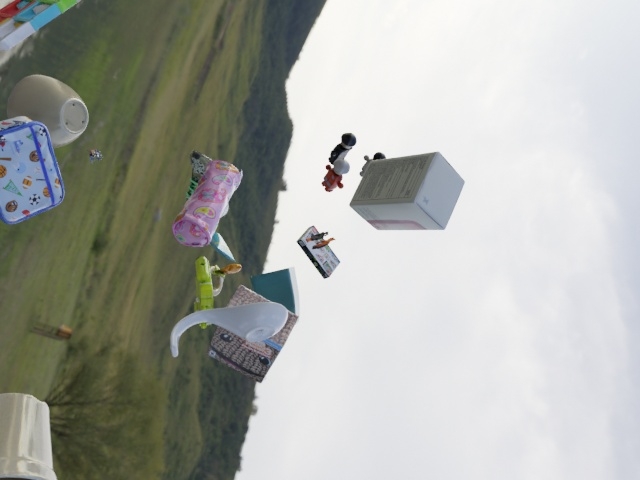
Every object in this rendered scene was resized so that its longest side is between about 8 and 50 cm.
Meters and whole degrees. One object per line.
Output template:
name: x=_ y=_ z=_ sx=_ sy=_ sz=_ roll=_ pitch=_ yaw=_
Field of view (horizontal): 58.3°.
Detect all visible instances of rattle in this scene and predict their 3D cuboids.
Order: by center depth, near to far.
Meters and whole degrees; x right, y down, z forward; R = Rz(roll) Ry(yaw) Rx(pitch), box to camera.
rattle: x=-0.419 y=0.191 z=2.364 sx=0.200 sy=0.142 sz=0.130 roll=-71 pitch=165 yaw=-53

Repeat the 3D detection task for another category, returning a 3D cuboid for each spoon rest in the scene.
spoon rest: x=-0.210 y=0.194 z=1.326 sx=0.137 sy=0.276 sz=0.084 roll=102 pitch=-27 yaw=-51

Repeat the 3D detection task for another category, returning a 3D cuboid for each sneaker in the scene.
sneaker: x=-0.473 y=-0.183 z=2.287 sx=0.182 sy=0.158 sz=0.410 roll=-51 pitch=160 yaw=-29

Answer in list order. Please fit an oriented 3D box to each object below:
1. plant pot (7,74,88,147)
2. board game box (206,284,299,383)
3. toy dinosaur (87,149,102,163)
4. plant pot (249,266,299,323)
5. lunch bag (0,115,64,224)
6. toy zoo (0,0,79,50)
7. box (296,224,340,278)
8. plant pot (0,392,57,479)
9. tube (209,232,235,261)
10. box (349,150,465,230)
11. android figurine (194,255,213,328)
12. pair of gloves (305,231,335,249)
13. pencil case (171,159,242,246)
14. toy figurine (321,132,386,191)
plant pot: x=-1.012 y=-0.482 z=2.205 sx=0.284 sy=0.191 sz=0.284 roll=12 pitch=90 yaw=-67
board game box: x=-0.241 y=0.332 z=2.001 sx=0.141 sy=0.232 sz=0.291 roll=-61 pitch=179 yaw=-43
toy dinosaur: x=-0.779 y=-0.303 z=1.983 sx=0.082 sy=0.047 sz=0.090 roll=56 pitch=-23 yaw=38
plant pot: x=-0.173 y=0.241 z=2.369 sx=0.165 sy=0.165 sz=0.234 roll=9 pitch=69 yaw=-84
lunch bag: x=-0.912 y=-0.220 z=1.735 sx=0.243 sy=0.115 sz=0.303 roll=-34 pitch=135 yaw=-43
toy zoo: x=-0.801 y=-0.581 z=1.515 sx=0.192 sy=0.030 sz=0.293 roll=22 pitch=-121 yaw=32
box: x=-0.006 y=0.049 z=2.440 sx=0.036 sy=0.207 sz=0.114 roll=-22 pitch=-161 yaw=43
plant pot: x=-0.952 y=0.647 z=1.732 sx=0.334 sy=0.334 sz=0.305 roll=-56 pitch=-144 yaw=32
tube: x=-0.348 y=0.022 z=1.986 sx=0.052 sy=0.080 sz=0.207 roll=-54 pitch=-153 yaw=0
box: x=0.210 y=-0.116 z=1.417 sx=0.232 sy=0.127 sz=0.149 roll=2 pitch=-121 yaw=52
android figurine: x=-0.419 y=0.189 z=2.042 sx=0.273 sy=0.056 sz=0.248 roll=-108 pitch=-157 yaw=-47
pair of gloves: x=0.000 y=0.000 z=1.704 sx=0.083 sy=0.074 sz=0.010 roll=-132 pitch=-158 yaw=-59
pencil case: x=-0.323 y=-0.110 z=1.664 sx=0.124 sy=0.124 sz=0.284 roll=-48 pitch=-163 yaw=45
toy figurine: x=0.124 y=-0.249 z=2.005 sx=0.148 sy=0.209 sz=0.213 roll=-51 pitch=-163 yaw=49
